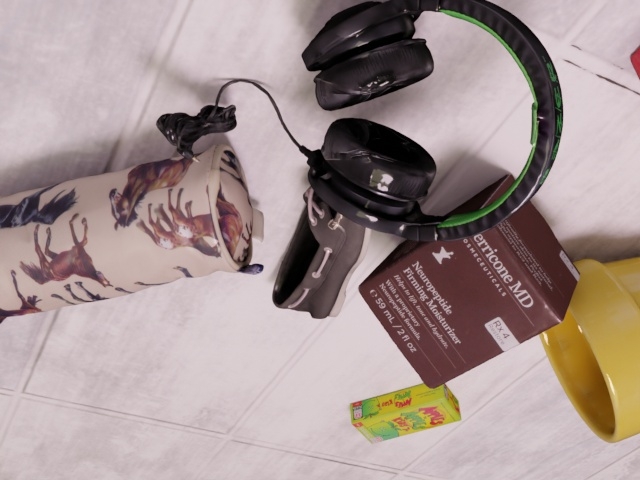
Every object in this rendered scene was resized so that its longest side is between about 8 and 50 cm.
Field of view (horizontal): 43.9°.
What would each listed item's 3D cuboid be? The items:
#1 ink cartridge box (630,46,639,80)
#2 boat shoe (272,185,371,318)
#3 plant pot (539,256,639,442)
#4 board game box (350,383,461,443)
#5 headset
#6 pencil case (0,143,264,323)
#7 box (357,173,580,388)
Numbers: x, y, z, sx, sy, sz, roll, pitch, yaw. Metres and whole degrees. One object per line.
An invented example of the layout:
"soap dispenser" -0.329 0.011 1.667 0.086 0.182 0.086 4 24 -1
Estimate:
"ink cartridge box" 0.449 -0.147 0.774 0.114 0.273 0.197 19 135 -22
"boat shoe" 0.000 0.000 1.043 0.095 0.112 0.335 1 142 -10
"plant pot" 0.462 0.126 1.124 0.239 0.254 0.254 -21 137 -1
"board game box" 0.156 0.316 1.457 0.181 0.043 0.092 -20 135 19
"headset" 0.036 -0.121 0.807 0.394 0.185 0.243 6 107 28
"pencil case" -0.279 0.005 0.997 0.410 0.160 0.183 -13 149 12
"box" 0.193 0.051 1.023 0.203 0.167 0.168 -36 91 32
